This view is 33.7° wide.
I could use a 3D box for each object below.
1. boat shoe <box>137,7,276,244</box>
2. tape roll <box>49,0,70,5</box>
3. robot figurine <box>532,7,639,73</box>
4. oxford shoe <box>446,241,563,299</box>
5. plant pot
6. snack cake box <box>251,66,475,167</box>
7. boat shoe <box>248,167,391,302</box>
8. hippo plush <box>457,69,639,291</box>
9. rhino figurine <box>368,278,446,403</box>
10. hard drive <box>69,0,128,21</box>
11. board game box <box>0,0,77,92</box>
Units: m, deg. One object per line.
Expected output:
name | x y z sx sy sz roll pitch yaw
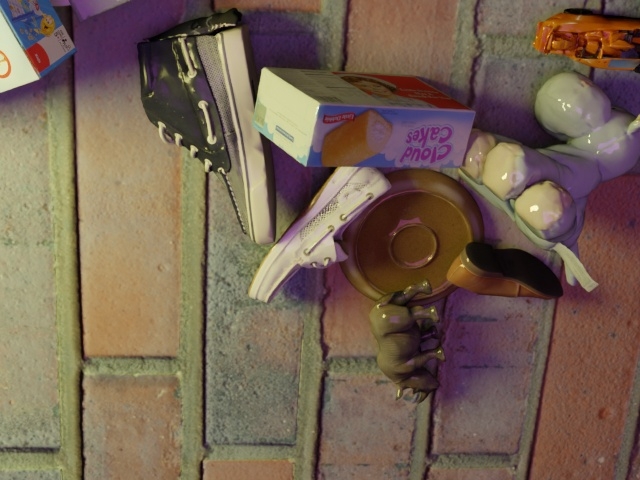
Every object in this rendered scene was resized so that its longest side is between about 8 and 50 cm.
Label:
boat shoe | -0.159 -0.151 1.512 0.158 0.127 0.340 -8 106 5
tape roll | -0.347 -0.453 1.367 0.286 0.100 0.286 -2 114 -4
robot figurine | 0.459 -0.328 1.506 0.291 0.085 0.211 2 113 -6
oxford shoe | 0.288 0.058 1.658 0.212 0.076 0.076 16 136 -27
plant pot | 0.142 0.004 1.644 0.236 0.032 0.236 -2 112 -4
snack cake box | 0.059 -0.167 1.445 0.264 0.152 0.089 -2 116 -33
boat shoe | 0.000 0.000 1.580 0.096 0.098 0.277 39 104 3
hippo plush | 0.362 -0.110 1.507 0.294 0.234 0.236 44 91 -1
rhino figurine | 0.140 0.173 1.681 0.106 0.073 0.243 -14 128 -1
hard drive | -0.294 -0.358 1.346 0.094 0.022 0.135 -23 114 4
board game box | -0.509 -0.319 1.339 0.308 0.086 0.302 -10 118 32
